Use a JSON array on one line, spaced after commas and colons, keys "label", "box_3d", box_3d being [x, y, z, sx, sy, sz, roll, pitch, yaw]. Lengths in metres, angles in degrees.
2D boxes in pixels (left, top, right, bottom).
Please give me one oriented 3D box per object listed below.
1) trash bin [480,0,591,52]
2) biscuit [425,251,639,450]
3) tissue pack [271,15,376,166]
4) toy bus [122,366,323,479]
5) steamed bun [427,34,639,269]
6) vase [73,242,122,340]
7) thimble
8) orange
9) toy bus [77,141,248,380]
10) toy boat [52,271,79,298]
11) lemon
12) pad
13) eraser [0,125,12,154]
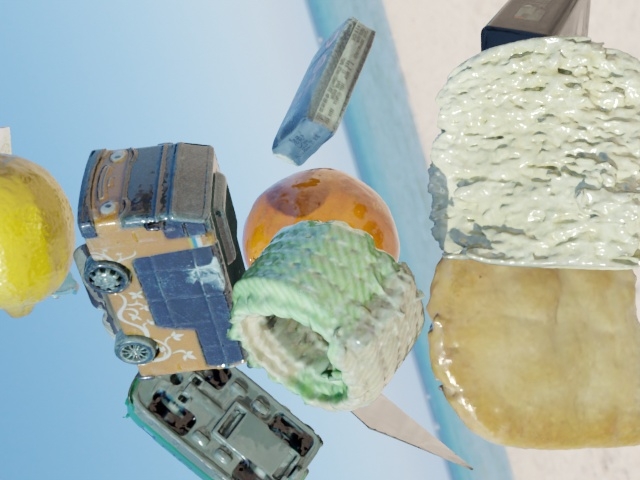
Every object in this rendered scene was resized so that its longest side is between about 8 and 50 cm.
[{"label": "trash bin", "box_3d": [0.349, -0.317, 1.580, 0.225, 0.115, 0.165, -52, -34, -37]}, {"label": "biscuit", "box_3d": [0.374, 0.132, 1.664, 0.104, 0.446, 0.429, -3, 83, 64]}, {"label": "tissue pack", "box_3d": [0.006, -0.356, 2.396, 0.228, 0.103, 0.316, -37, 27, 62]}, {"label": "toy bus", "box_3d": [-0.182, 0.330, 1.778, 0.343, 0.183, 0.199, 41, 154, -2]}, {"label": "steamed bun", "box_3d": [0.291, -0.114, 1.230, 0.273, 0.290, 0.272, -18, -64, -61]}, {"label": "vase", "box_3d": [-0.355, 0.103, 1.682, 0.211, 0.060, 0.060, 64, 180, 18]}, {"label": "thimble", "box_3d": [0.008, 0.088, 1.147, 0.150, 0.219, 0.219, -52, -38, -31]}, {"label": "orange", "box_3d": [0.000, 0.000, 1.794, 0.284, 0.283, 0.226, 70, -154, -43]}, {"label": "toy bus", "box_3d": [-0.203, 0.031, 1.358, 0.323, 0.194, 0.162, 81, -174, -45]}, {"label": "toy boat", "box_3d": [-0.650, 0.074, 2.294, 0.215, 0.102, 0.088, 28, -114, -27]}, {"label": "lemon", "box_3d": [-0.562, -0.010, 1.791, 0.245, 0.245, 0.320, -100, 5, -67]}, {"label": "pad", "box_3d": [0.099, 0.310, 1.850, 0.247, 0.007, 0.367, 27, -178, -29]}, {"label": "eraser", "box_3d": [-0.690, -0.205, 2.166, 0.019, 0.038, 0.083, 19, 113, 49]}]
